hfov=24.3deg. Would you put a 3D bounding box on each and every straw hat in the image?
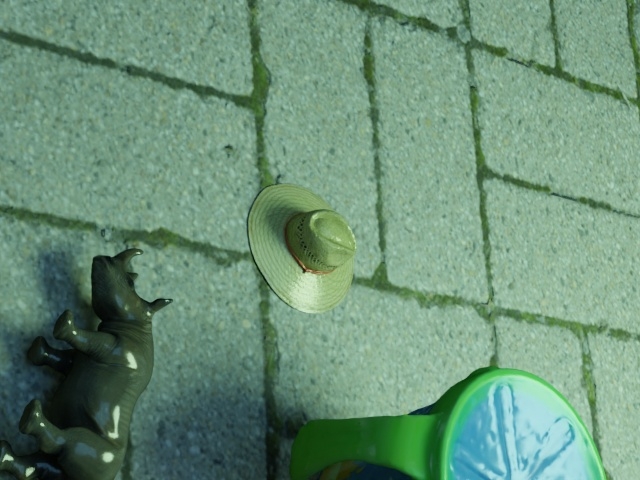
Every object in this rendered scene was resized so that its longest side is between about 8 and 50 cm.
[{"bbox_3d":[0.000,0.000,1.510,0.144,0.061,0.144,17,63,-38],"label":"straw hat"}]

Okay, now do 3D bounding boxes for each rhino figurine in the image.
[{"bbox_3d":[-0.194,0.108,1.287,0.106,0.073,0.243,33,54,-25],"label":"rhino figurine"}]

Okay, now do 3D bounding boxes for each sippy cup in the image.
[{"bbox_3d":[0.116,0.256,1.409,0.240,0.224,0.305,-39,102,-45],"label":"sippy cup"}]
